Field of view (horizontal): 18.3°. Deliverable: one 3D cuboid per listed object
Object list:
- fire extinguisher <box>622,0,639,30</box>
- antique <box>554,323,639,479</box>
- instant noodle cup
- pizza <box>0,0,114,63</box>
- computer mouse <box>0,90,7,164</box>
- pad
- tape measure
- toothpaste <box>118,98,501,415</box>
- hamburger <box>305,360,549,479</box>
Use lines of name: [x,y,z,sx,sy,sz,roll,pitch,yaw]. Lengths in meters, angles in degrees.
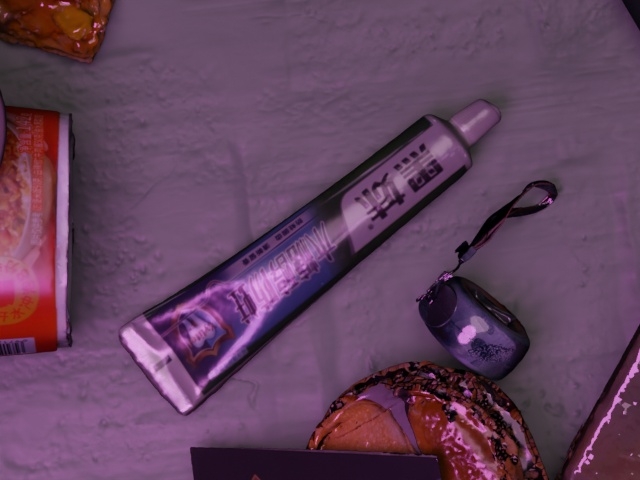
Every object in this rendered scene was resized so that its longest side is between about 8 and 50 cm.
fire extinguisher: [0.349,-0.165,1.759,0.093,0.118,0.294,-34,82,32]
antique: [0.306,0.144,1.711,0.125,0.150,0.284,29,93,8]
instant noodle cup: [-0.363,-0.007,1.680,0.308,0.294,0.293,1,83,-7]
pizza: [-0.293,-0.315,1.795,0.268,0.087,0.257,13,81,5]
computer mouse: [-0.363,-0.024,1.514,0.197,0.095,0.330,20,78,-6]
pad: [-0.001,0.255,1.679,0.243,0.004,0.163,-1,101,29]
tape measure: [0.169,0.031,1.730,0.107,0.104,0.180,42,86,9]
toothpaste: [0.000,0.000,1.759,0.392,0.061,0.098,-38,86,-2]
hamburger: [0.086,0.217,1.692,0.231,0.107,0.231,5,101,25]
